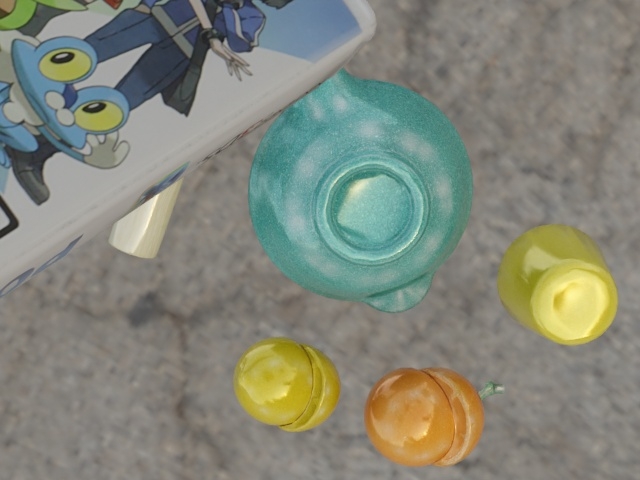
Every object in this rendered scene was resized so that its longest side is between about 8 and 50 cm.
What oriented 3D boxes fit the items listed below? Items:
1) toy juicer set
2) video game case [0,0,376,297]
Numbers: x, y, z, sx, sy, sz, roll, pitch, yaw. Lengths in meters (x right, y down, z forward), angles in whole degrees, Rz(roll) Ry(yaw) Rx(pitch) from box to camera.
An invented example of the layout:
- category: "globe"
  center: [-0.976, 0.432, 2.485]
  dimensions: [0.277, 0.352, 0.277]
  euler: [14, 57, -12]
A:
- category: "toy juicer set"
  center: [0.000, 0.000, 1.032]
  dimensions: [0.209, 0.329, 0.089]
  euler: [-49, 14, 6]
- category: "video game case"
  center: [-0.178, -0.113, 0.386]
  dimensions: [0.329, 0.300, 0.036]
  euler: [51, 136, 2]
